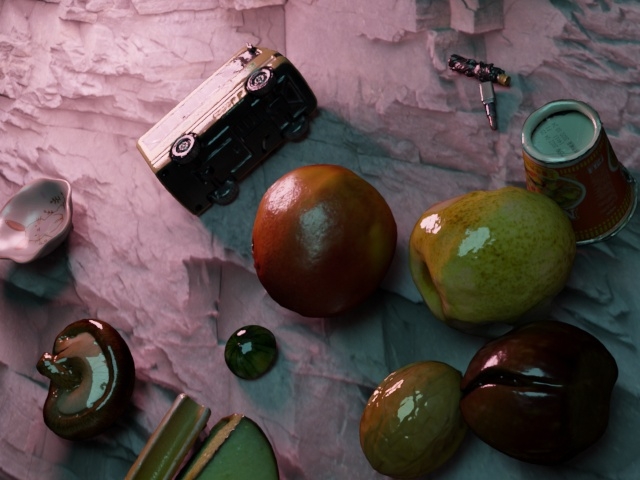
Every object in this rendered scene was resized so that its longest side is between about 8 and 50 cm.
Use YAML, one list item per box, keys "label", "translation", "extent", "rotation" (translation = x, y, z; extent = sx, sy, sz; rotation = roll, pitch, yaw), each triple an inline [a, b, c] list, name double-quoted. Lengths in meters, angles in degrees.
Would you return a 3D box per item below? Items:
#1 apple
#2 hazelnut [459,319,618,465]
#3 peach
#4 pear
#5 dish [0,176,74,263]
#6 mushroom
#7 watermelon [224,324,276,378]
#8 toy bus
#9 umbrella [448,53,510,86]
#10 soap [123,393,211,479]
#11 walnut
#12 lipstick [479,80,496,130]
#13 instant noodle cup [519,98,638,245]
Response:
- label: "apple"
  translation: [-0.186, 0.435, 1.523]
  extent: [0.254, 0.179, 0.346]
  rotation: [35, 89, 36]
- label: "hazelnut"
  translation: [0.323, 0.230, 1.412]
  extent: [0.218, 0.218, 0.234]
  rotation: [20, 35, 34]
- label: "peach"
  translation: [0.000, 0.000, 1.688]
  extent: [0.281, 0.238, 0.281]
  rotation: [0, 85, 2]
- label: "pear"
  translation: [0.279, 0.024, 1.534]
  extent: [0.271, 0.271, 0.271]
  rotation: [-13, 55, 18]
- label: "dish"
  translation: [-0.624, -0.032, 2.116]
  extent: [0.229, 0.081, 0.229]
  rotation: [-14, 56, 21]
- label: "mushroom"
  translation: [-0.435, 0.269, 1.801]
  extent: [0.194, 0.138, 0.231]
  rotation: [7, 73, 14]
- label: "watermelon"
  translation: [-0.135, 0.198, 1.735]
  extent: [0.105, 0.062, 0.105]
  rotation: [-16, 51, 22]
- label: "toy bus"
  translation: [-0.198, -0.245, 1.987]
  extent: [0.365, 0.177, 0.202]
  rotation: [-41, 45, -2]
- label: "umbrella"
  translation: [0.318, -0.340, 1.885]
  extent: [0.037, 0.040, 0.144]
  rotation: [-19, 36, -42]
- label: "soap"
  translation: [-0.279, 0.386, 1.605]
  extent: [0.073, 0.140, 0.232]
  rotation: [31, 59, 1]
- label: "walnut"
  translation: [0.150, 0.279, 1.481]
  extent: [0.207, 0.159, 0.159]
  rotation: [-47, 51, -10]
- label: "lipstick"
  translation: [0.330, -0.259, 1.835]
  extent: [0.025, 0.025, 0.107]
  rotation: [-13, 61, 18]
- label: "instant noodle cup"
  translation: [0.422, -0.123, 1.580]
  extent: [0.193, 0.212, 0.193]
  rotation: [-12, 55, 18]
